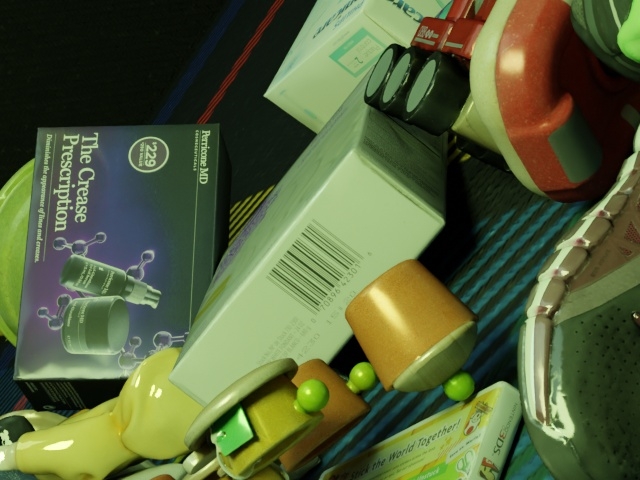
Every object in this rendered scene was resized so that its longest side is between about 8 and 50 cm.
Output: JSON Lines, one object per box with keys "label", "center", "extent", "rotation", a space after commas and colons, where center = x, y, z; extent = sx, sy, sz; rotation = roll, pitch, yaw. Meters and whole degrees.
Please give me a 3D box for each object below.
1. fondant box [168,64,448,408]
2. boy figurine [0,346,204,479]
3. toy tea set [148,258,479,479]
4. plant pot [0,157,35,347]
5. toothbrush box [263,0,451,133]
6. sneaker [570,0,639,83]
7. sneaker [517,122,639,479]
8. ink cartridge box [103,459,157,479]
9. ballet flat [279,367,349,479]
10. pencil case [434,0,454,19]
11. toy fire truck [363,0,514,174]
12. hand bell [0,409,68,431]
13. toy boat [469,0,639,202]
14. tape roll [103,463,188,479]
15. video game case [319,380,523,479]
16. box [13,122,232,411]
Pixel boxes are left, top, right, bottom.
{"label": "fondant box", "center": [0.000, 0.000, 1.383], "extent": [0.238, 0.096, 0.330], "rotation": [-51, 6, 16]}
{"label": "boy figurine", "center": [-0.206, 0.170, 1.445], "extent": [0.285, 0.092, 0.177], "rotation": [-25, -10, 41]}
{"label": "toy tea set", "center": [-0.016, 0.158, 1.078], "extent": [0.200, 0.124, 0.336], "rotation": [-25, -17, -48]}
{"label": "plant pot", "center": [-0.210, 0.043, 1.784], "extent": [0.276, 0.276, 0.254], "rotation": [-56, 26, -4]}
{"label": "toothbrush box", "center": [0.092, -0.258, 1.699], "extent": [0.216, 0.126, 0.295], "rotation": [-32, 27, 57]}
{"label": "sneaker", "center": [0.277, -0.270, 0.920], "extent": [0.483, 0.185, 0.202], "rotation": [-48, 6, -29]}
{"label": "sneaker", "center": [0.201, -0.006, 0.790], "extent": [0.162, 0.106, 0.281], "rotation": [-30, 27, 53]}
{"label": "ink cartridge box", "center": [-0.292, 0.366, 1.623], "extent": [0.261, 0.066, 0.296], "rotation": [-37, 22, 48]}
{"label": "ballet flat", "center": [-0.010, 0.151, 1.259], "extent": [0.114, 0.041, 0.041], "rotation": [-57, 14, -6]}
{"label": "pencil case", "center": [0.159, -0.214, 1.496], "extent": [0.151, 0.064, 0.070], "rotation": [-42, 16, 39]}
{"label": "toy fire truck", "center": [0.169, -0.176, 1.261], "extent": [0.246, 0.158, 0.217], "rotation": [-64, 13, 4]}
{"label": "hand bell", "center": [-0.332, 0.322, 1.846], "extent": [0.126, 0.126, 0.242], "rotation": [-45, 30, 35]}
{"label": "toy boat", "center": [0.207, -0.136, 1.066], "extent": [0.151, 0.151, 0.231], "rotation": [5, 56, 39]}
{"label": "tape roll", "center": [-0.275, 0.282, 1.318], "extent": [0.392, 0.072, 0.392], "rotation": [-20, 0, 0]}
{"label": "video game case", "center": [0.028, 0.206, 1.026], "extent": [0.227, 0.026, 0.206], "rotation": [-37, 22, 53]}
{"label": "box", "center": [-0.183, 0.025, 1.572], "extent": [0.103, 0.184, 0.261], "rotation": [85, -175, -66]}
